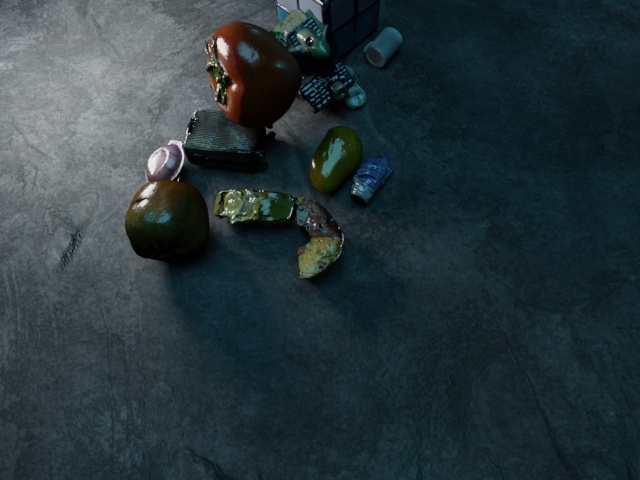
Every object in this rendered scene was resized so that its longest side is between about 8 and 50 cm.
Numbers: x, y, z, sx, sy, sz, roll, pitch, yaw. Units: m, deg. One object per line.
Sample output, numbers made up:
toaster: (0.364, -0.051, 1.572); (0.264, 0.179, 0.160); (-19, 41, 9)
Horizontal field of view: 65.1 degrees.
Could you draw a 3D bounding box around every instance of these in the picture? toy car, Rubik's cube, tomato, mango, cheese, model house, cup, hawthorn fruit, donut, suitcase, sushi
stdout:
toy car: (0.112, -0.601, 1.959); (0.095, 0.056, 0.205); (-20, 64, -7)
Rubik's cube: (0.030, -0.954, 1.991); (0.313, 0.318, 0.316); (-41, 70, -17)
tomato: (-0.223, -0.553, 1.674); (0.273, 0.341, 0.341); (-21, 64, -26)
mango: (0.049, -0.284, 1.773); (0.167, 0.130, 0.262); (29, 75, 11)
cheese: (-0.579, -0.237, 1.807); (0.189, 0.074, 0.286); (12, 75, 35)
model house: (-0.025, -0.626, 1.813); (0.243, 0.298, 0.284); (-41, 59, -2)
cup: (0.247, -0.771, 2.023); (0.099, 0.136, 0.133); (43, 71, -15)
hawthorn fruit: (-0.496, -0.080, 1.636); (0.268, 0.268, 0.301); (0, 59, 4)
donut: (0.000, 0.000, 1.650); (0.151, 0.112, 0.295); (-3, 65, -1)
suitcase: (-0.333, -0.362, 1.830); (0.312, 0.128, 0.202); (7, 63, 4)
sushi: (-0.225, -0.098, 1.705); (0.291, 0.131, 0.139); (6, 75, 6)

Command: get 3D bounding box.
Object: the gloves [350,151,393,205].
gloves: (0.183, -0.224, 1.762); (0.119, 0.097, 0.229); (34, 62, -14)
